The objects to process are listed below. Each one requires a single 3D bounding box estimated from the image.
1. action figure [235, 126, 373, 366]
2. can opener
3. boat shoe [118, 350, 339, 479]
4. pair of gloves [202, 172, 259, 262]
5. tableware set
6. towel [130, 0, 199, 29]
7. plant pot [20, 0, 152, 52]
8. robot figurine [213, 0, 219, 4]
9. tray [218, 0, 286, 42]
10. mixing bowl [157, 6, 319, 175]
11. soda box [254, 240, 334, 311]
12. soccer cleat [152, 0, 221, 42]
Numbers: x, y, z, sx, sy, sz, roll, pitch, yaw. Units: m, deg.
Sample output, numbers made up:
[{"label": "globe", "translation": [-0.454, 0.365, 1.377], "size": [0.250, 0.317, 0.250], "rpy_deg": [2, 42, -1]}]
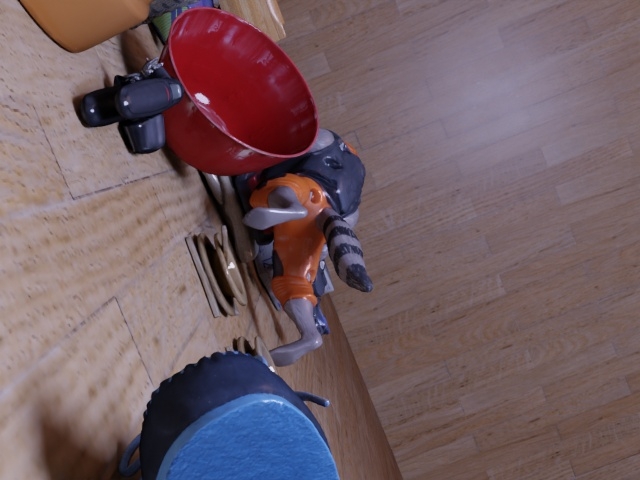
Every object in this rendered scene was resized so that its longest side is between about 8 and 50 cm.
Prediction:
[{"label": "action figure", "translation": [0.000, 0.000, 1.120], "size": [0.330, 0.178, 0.341], "rpy_deg": [-77, 151, -55]}, {"label": "can opener", "translation": [-0.138, -0.106, 0.719], "size": [0.186, 0.059, 0.073], "rpy_deg": [-95, 164, -83]}, {"label": "boat shoe", "translation": [-0.049, 0.127, 0.462], "size": [0.258, 0.109, 0.089], "rpy_deg": [91, -23, -49]}, {"label": "pair of gloves", "translation": [-0.121, -0.097, 1.207], "size": [0.240, 0.042, 0.204], "rpy_deg": [-90, 165, -66]}, {"label": "tableware set", "translation": [-0.068, 0.078, 0.898], "size": [0.128, 0.039, 0.194], "rpy_deg": [41, 28, -85]}, {"label": "towel", "translation": [-0.128, -0.378, 0.841], "size": [0.056, 0.324, 0.312], "rpy_deg": [-38, 111, -46]}, {"label": "plant pot", "translation": [-0.143, -0.306, 0.664], "size": [0.291, 0.203, 0.291], "rpy_deg": [-21, 90, -87]}, {"label": "robot figurine", "translation": [-0.201, -0.555, 1.598], "size": [0.300, 0.199, 0.354], "rpy_deg": [-92, 163, -52]}, {"label": "tray", "translation": [-0.149, -0.458, 1.228], "size": [0.203, 0.076, 0.411], "rpy_deg": [-106, 175, -74]}, {"label": "mixing bowl", "translation": [-0.101, -0.134, 0.943], "size": [0.181, 0.098, 0.182], "rpy_deg": [28, 43, -30]}, {"label": "soda box", "translation": [-0.067, -0.042, 1.385], "size": [0.098, 0.091, 0.286], "rpy_deg": [66, 3, -50]}, {"label": "soccer cleat", "translation": [-0.182, -0.283, 1.274], "size": [0.289, 0.093, 0.121], "rpy_deg": [119, -26, -89]}]
